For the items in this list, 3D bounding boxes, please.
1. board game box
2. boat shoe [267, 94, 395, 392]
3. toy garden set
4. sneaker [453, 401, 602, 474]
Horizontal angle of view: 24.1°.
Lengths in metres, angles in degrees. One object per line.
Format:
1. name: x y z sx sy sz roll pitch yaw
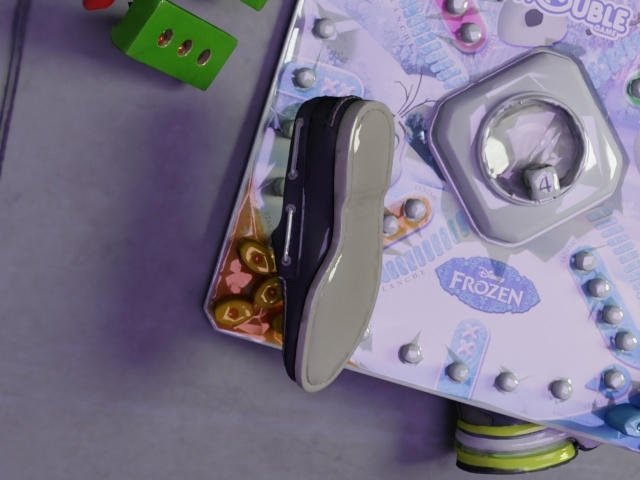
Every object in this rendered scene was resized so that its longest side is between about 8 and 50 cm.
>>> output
1. board game box: 0.154 -0.066 1.089 0.390 0.050 0.389 17 94 -7
2. boat shoe: 0.000 0.000 1.034 0.075 0.065 0.206 -3 107 -53
3. toy garden set: -0.070 -0.230 0.955 0.244 0.049 0.204 -55 156 8
4. sneaker: 0.234 0.085 1.196 0.300 0.111 0.121 -20 106 -21
